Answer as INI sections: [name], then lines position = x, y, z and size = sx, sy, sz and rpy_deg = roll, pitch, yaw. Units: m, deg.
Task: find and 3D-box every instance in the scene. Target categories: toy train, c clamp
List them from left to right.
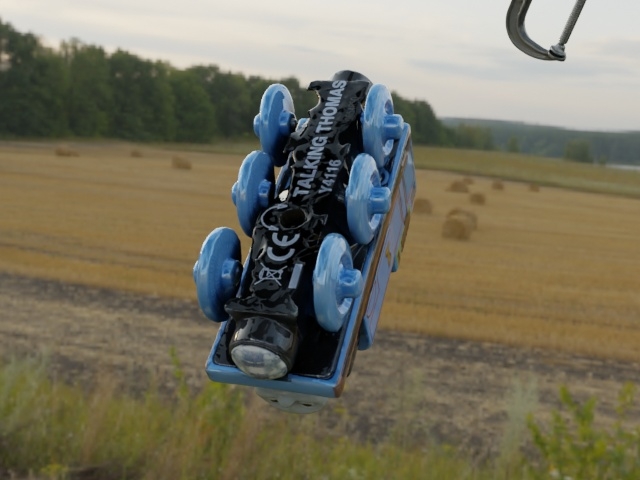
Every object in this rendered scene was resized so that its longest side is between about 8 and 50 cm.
[toy train]
position = 0.000, 0.000, 0.455
size = 0.080, 0.184, 0.105
rpy_deg = 3, -39, 18
[c clamp]
position = 0.270, -0.264, 1.031
size = 0.022, 0.161, 0.137
rpy_deg = -22, 59, -37
